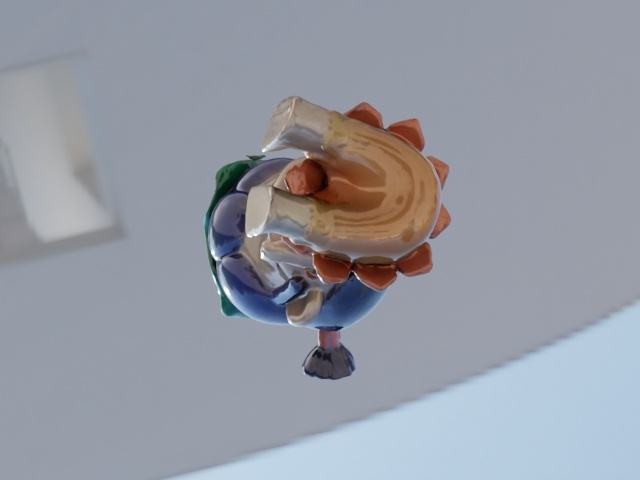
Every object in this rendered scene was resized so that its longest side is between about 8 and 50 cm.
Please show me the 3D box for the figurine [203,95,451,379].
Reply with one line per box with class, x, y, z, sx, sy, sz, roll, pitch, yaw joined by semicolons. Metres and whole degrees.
figurine;0.000;0.000;0.859;0.102;0.111;0.195;18;168;-12
